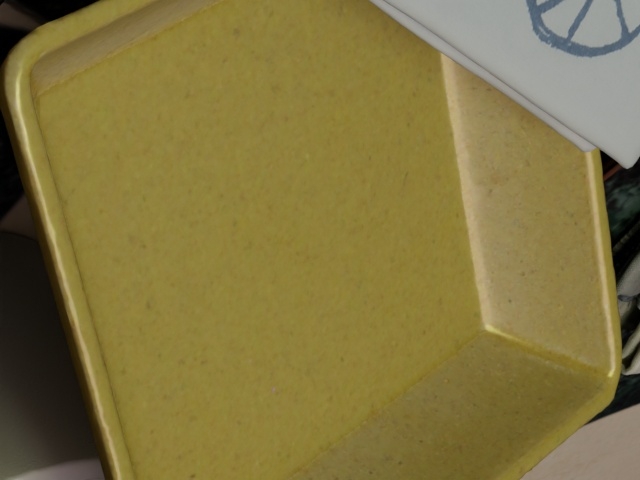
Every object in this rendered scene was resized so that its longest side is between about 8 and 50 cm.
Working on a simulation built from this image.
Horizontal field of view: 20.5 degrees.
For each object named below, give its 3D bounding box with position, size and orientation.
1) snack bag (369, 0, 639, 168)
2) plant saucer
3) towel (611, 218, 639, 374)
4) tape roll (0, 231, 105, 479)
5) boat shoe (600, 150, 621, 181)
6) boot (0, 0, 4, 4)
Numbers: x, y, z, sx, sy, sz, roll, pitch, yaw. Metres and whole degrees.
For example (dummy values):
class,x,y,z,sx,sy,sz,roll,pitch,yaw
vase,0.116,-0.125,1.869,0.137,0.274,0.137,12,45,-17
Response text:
class,x,y,z,sx,sy,sz,roll,pitch,yaw
snack bag,0.134,-0.226,0.728,0.323,0.037,0.342,27,101,-43
plant saucer,0.000,0.000,0.816,0.333,0.081,0.332,-33,124,-37
towel,0.358,-0.022,1.238,0.324,0.056,0.312,4,134,-40
tape roll,-0.189,0.139,0.909,0.246,0.169,0.246,-23,143,-19
boat shoe,0.117,-0.035,1.023,0.073,0.073,0.207,9,132,-45
boot,-0.133,-0.193,0.617,0.263,0.091,0.229,-32,148,-15
